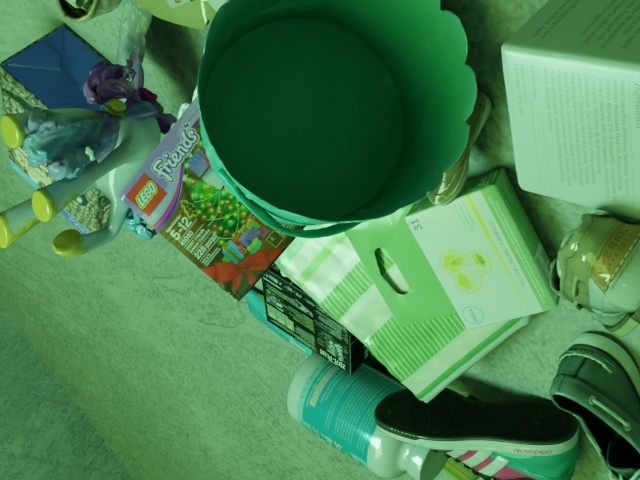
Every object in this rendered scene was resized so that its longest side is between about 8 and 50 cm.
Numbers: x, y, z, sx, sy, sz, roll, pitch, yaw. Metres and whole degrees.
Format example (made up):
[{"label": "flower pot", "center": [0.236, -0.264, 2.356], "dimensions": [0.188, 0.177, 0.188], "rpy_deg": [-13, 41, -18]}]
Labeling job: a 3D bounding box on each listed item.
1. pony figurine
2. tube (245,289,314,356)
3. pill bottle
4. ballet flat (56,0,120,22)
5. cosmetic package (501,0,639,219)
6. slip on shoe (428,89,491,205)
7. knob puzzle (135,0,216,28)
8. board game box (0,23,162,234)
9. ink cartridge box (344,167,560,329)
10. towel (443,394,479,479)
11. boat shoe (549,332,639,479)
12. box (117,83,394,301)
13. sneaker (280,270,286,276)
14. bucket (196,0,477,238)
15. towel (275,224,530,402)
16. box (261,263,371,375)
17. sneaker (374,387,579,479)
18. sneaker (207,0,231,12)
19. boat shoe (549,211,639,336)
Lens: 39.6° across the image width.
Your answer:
[{"label": "pony figurine", "center": [-0.261, -0.143, 1.242], "dimensions": [0.303, 0.363, 0.351], "rpy_deg": [43, 135, 20]}, {"label": "tube", "center": [-0.069, 0.143, 1.575], "dimensions": [0.207, 0.052, 0.080], "rpy_deg": [27, 140, 38]}, {"label": "pill bottle", "center": [0.083, 0.288, 1.447], "dimensions": [0.264, 0.146, 0.146], "rpy_deg": [27, 144, 35]}, {"label": "ballet flat", "center": [-0.304, -0.399, 1.161], "dimensions": [0.107, 0.106, 0.316], "rpy_deg": [40, 149, 11]}, {"label": "cosmetic package", "center": [0.272, -0.121, 0.731], "dimensions": [0.183, 0.151, 0.151], "rpy_deg": [21, 142, 38]}, {"label": "slip on shoe", "center": [0.142, -0.100, 0.967], "dimensions": [0.051, 0.041, 0.135], "rpy_deg": [42, 123, 34]}, {"label": "knob puzzle", "center": [-0.184, -0.356, 1.105], "dimensions": [0.213, 0.030, 0.213], "rpy_deg": [14, 130, 18]}, {"label": "board game box", "center": [-0.411, -0.174, 1.526], "dimensions": [0.232, 0.141, 0.291], "rpy_deg": [40, 149, 10]}, {"label": "ink cartridge box", "center": [0.148, 0.028, 1.074], "dimensions": [0.235, 0.056, 0.171], "rpy_deg": [-20, 110, 33]}, {"label": "towel", "center": [0.238, 0.328, 1.439], "dimensions": [0.102, 0.021, 0.237], "rpy_deg": [35, 147, 10]}, {"label": "boat shoe", "center": [0.377, 0.265, 1.107], "dimensions": [0.116, 0.099, 0.319], "rpy_deg": [-5, 122, 53]}, {"label": "box", "center": [-0.079, -0.098, 1.082], "dimensions": [0.201, 0.293, 0.057], "rpy_deg": [41, -168, 0]}, {"label": "sneaker", "center": [0.000, 0.000, 1.268], "dimensions": [0.080, 0.094, 0.212], "rpy_deg": [45, 150, 5]}, {"label": "bucket", "center": [0.003, -0.138, 0.915], "dimensions": [0.281, 0.281, 0.183], "rpy_deg": [49, 169, -5]}, {"label": "towel", "center": [0.095, 0.045, 1.173], "dimensions": [0.325, 0.038, 0.248], "rpy_deg": [43, 129, 1]}, {"label": "box", "center": [0.000, 0.105, 1.407], "dimensions": [0.180, 0.077, 0.147], "rpy_deg": [30, 146, 26]}, {"label": "sneaker", "center": [0.231, 0.311, 1.290], "dimensions": [0.295, 0.124, 0.178], "rpy_deg": [3, 125, 29]}, {"label": "sneaker", "center": [-0.105, -0.401, 0.910], "dimensions": [0.148, 0.131, 0.350], "rpy_deg": [-3, 129, 43]}, {"label": "boat shoe", "center": [0.279, 0.022, 0.845], "dimensions": [0.103, 0.113, 0.302], "rpy_deg": [31, 179, 13]}]
